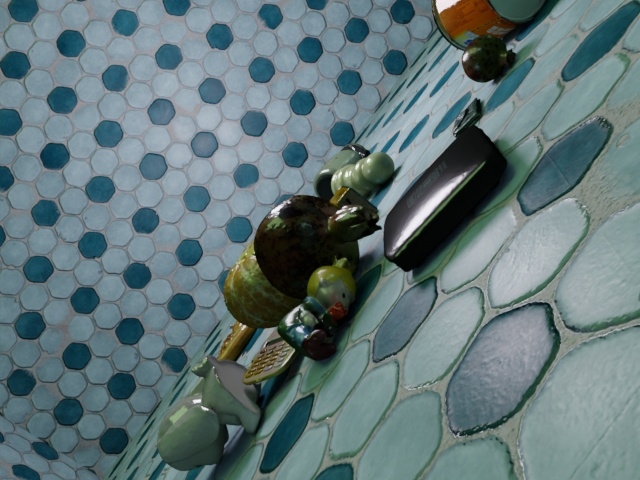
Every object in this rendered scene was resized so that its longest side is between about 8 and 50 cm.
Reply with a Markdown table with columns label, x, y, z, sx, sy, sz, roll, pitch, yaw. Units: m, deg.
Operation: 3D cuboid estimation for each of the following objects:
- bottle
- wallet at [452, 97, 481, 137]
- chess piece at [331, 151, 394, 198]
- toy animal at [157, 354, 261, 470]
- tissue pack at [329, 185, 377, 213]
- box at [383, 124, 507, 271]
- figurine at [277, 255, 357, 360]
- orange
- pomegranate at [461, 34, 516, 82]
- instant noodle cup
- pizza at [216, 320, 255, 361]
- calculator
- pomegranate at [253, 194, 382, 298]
| label | x | y | z | sx | sy | sz | roll | pitch | yaw |
| --- | --- | --- | --- | --- | --- | --- | --- | --- | --- |
| bottle | 0.103 | -0.293 | 2.337 | 0.168 | 0.168 | 0.347 | -46 | 6 | 40 |
| wallet | 0.374 | -0.317 | 1.434 | 0.088 | 0.026 | 0.129 | -47 | 10 | 33 |
| chess piece | 0.155 | -0.223 | 1.899 | 0.144 | 0.144 | 0.251 | -58 | 15 | -27 |
| toy animal | -0.284 | 0.432 | 1.361 | 0.265 | 0.206 | 0.271 | -48 | 11 | 6 |
| tissue pack | 0.099 | -0.107 | 1.742 | 0.082 | 0.120 | 0.169 | -51 | 10 | 2 |
| box | 0.238 | -0.090 | 1.111 | 0.289 | 0.073 | 0.290 | -49 | 9 | 20 |
| figurine | 0.018 | 0.143 | 1.230 | 0.234 | 0.127 | 0.185 | -42 | 18 | -17 |
| orange | -0.153 | 0.125 | 1.736 | 0.329 | 0.249 | 0.329 | -56 | 9 | 13 |
| pomegranate | 0.434 | -0.479 | 1.462 | 0.130 | 0.130 | 0.130 | -51 | 9 | 11 |
| instant noodle cup | 0.499 | -0.715 | 1.616 | 0.296 | 0.296 | 0.214 | -54 | 18 | -7 |
| pizza | -0.322 | 0.373 | 2.202 | 0.182 | 0.074 | 0.365 | -23 | 29 | 56 |
| calculator | -0.109 | 0.285 | 1.399 | 0.157 | 0.033 | 0.236 | -24 | 14 | 27 |
| pomegranate | 0.000 | 0.000 | 1.407 | 0.341 | 0.285 | 0.285 | -31 | 21 | 40 |
